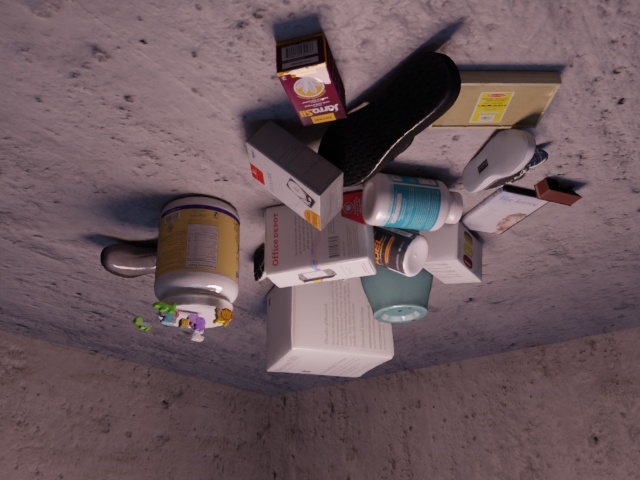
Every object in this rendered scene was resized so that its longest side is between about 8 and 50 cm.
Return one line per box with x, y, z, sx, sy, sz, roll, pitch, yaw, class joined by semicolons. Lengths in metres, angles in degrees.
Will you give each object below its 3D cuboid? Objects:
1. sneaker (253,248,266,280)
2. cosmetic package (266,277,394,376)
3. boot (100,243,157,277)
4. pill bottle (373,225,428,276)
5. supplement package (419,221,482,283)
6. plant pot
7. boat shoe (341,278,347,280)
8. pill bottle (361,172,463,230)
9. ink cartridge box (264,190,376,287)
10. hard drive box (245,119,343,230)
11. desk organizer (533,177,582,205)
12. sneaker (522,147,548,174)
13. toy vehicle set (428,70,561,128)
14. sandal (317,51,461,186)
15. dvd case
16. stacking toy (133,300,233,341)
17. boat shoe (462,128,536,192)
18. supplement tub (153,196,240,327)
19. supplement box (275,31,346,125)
-0.137;0.066;2.103;0.122;0.110;0.283;8;153;-27;sneaker
0.024;0.317;2.386;0.393;0.328;0.329;8;153;-19;cosmetic package
-0.514;0.038;2.029;0.222;0.118;0.338;-29;155;37;boot
0.196;0.014;1.911;0.245;0.131;0.130;21;172;39;pill bottle
0.426;0.043;2.041;0.133;0.139;0.244;-6;159;31;supplement package
0.257;0.134;2.108;0.271;0.255;0.272;-2;154;-1;plant pot
0.073;0.115;2.272;0.184;0.063;0.066;10;152;-24;boat shoe
0.257;-0.103;1.738;0.264;0.146;0.146;6;153;-15;pill bottle
0.000;0.000;1.840;0.306;0.226;0.131;-9;153;16;ink cartridge box
-0.060;-0.156;1.520;0.232;0.089;0.181;38;160;18;hard drive box
0.690;-0.141;1.816;0.130;0.047;0.050;9;150;-23;desk organizer
0.553;-0.207;1.674;0.058;0.052;0.135;5;163;-38;sneaker
0.389;-0.318;1.430;0.266;0.035;0.166;-1;154;-4;toy vehicle set
0.156;-0.250;1.424;0.107;0.168;0.445;-4;161;-42;sandal
0.563;-0.089;1.941;0.180;0.022;0.253;9;152;-21;dvd case
-0.371;0.209;1.681;0.221;0.052;0.167;18;146;-31;stacking toy
0.477;-0.195;1.600;0.104;0.113;0.306;-4;162;-15;boat shoe
-0.355;0.066;1.820;0.240;0.331;0.241;-2;155;-1;supplement tub
-0.016;-0.332;1.312;0.104;0.081;0.188;-9;154;13;supplement box
